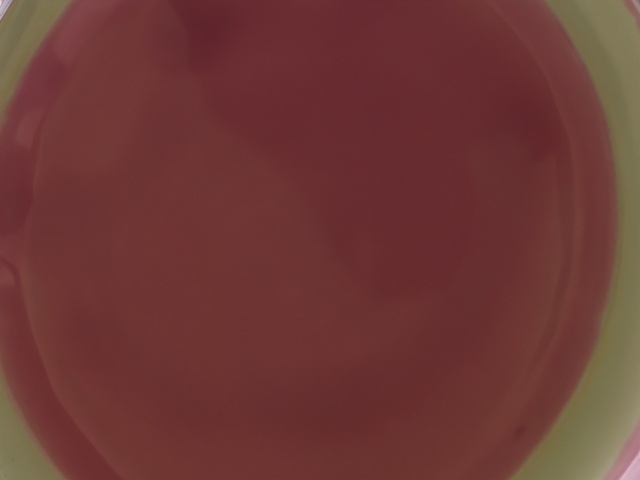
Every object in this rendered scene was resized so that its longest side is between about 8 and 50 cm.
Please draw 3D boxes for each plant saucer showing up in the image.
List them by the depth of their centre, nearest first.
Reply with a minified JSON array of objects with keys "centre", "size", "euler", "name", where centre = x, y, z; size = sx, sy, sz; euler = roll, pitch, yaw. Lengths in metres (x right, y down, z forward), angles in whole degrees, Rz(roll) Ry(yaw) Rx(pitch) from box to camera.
[{"centre":[0.000,0.000,0.467],"size":[0.332,0.084,0.332],"euler":[-2,-96,23],"name":"plant saucer"}]

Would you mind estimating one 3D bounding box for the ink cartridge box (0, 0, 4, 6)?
[{"centre":[-0.218,-0.339,1.126],"size":[0.385,0.160,0.279],"euler":[-34,-121,-15],"name":"ink cartridge box"}]
